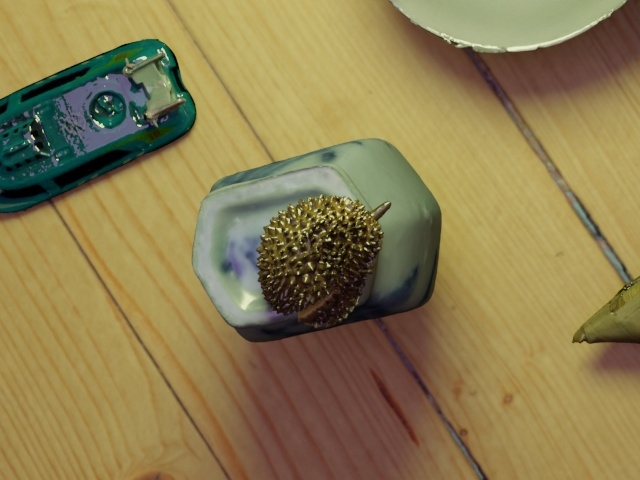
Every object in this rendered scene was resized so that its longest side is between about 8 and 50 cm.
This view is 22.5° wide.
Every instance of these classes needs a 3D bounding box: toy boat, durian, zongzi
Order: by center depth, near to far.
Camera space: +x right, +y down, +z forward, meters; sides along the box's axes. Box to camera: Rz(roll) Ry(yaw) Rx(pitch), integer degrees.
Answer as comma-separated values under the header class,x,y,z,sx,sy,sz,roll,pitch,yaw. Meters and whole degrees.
class,x,y,z,sx,sy,sz,roll,pitch,yaw
durian,0.004,0.010,1.381,0.140,0.071,0.110,-40,85,4
zongzi,0.393,0.098,1.703,0.197,0.099,0.194,-44,77,6
toy boat,-0.296,-0.129,1.836,0.299,0.092,0.134,-24,89,9

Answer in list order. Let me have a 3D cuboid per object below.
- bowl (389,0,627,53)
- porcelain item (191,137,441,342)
class,x,y,z,sx,sy,sz,roll,pitch,yaw
bowl,0.202,-0.377,1.696,0.345,0.157,0.345,2,103,11
porcelain item,0.000,0.000,1.620,0.242,0.405,0.178,-14,87,10
